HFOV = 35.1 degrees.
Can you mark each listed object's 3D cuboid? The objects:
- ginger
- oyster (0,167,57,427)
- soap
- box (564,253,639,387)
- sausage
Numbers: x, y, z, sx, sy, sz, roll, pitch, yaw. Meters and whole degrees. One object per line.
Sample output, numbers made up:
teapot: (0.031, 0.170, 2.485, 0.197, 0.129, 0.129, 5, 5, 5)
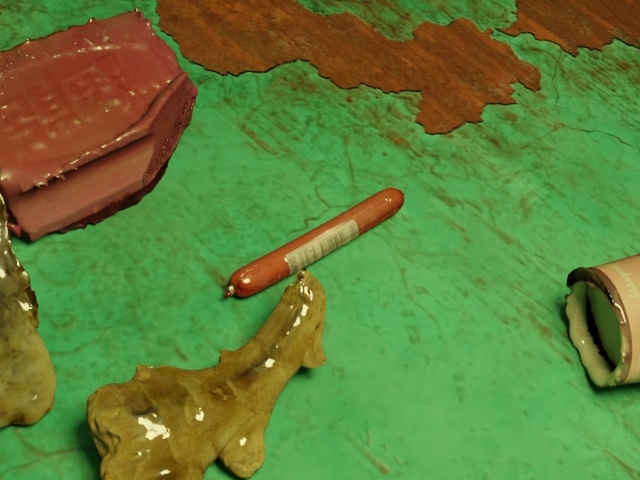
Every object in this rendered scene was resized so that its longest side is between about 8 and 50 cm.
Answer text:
ginger: (-0.101, 0.150, 0.874, 0.148, 0.081, 0.333, 41, 54, 12)
oyster: (-0.327, -0.002, 0.852, 0.166, 0.110, 0.341, -9, 82, -34)
soap: (-0.263, -0.110, 1.024, 0.289, 0.112, 0.182, -29, 62, -30)
box: (0.328, 0.076, 1.010, 0.135, 0.151, 0.151, -9, 55, -10)
sausage: (0.000, 0.000, 1.052, 0.253, 0.034, 0.034, -28, 64, -32)
